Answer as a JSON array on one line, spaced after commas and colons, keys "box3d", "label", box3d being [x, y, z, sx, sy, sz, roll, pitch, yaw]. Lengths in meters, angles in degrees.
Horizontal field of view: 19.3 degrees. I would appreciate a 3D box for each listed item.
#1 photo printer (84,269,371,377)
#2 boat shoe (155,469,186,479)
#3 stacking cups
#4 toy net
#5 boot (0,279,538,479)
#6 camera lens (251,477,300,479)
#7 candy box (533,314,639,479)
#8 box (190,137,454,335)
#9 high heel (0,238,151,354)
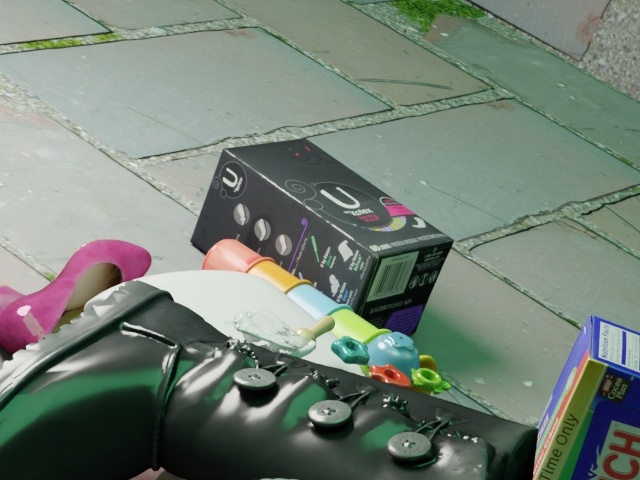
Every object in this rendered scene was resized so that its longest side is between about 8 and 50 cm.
[{"box3d": [-0.091, 0.138, 2.006, 0.256, 0.107, 0.307, -6, 36, -46], "label": "photo printer"}, {"box3d": [-0.079, 0.291, 1.763, 0.233, 0.084, 0.079, 32, -12, 39], "label": "boat shoe"}, {"box3d": [-0.006, 0.094, 2.191, 0.316, 0.096, 0.096, 36, 28, 33], "label": "stacking cups"}, {"box3d": [0.014, 0.124, 1.940, 0.232, 0.045, 0.122, 10, 29, -26], "label": "toy net"}, {"box3d": [-0.072, 0.217, 1.677, 0.445, 0.146, 0.367, 23, 42, 21], "label": "boot"}, {"box3d": [-0.036, 0.346, 1.408, 0.219, 0.274, 0.219, 17, 25, -8], "label": "camera lens"}, {"box3d": [0.367, 0.263, 1.916, 0.317, 0.268, 0.122, 21, 20, 2], "label": "candy box"}, {"box3d": [0.000, 0.000, 2.325, 0.270, 0.143, 0.165, 35, 27, 30], "label": "box"}, {"box3d": [-0.254, 0.065, 2.048, 0.117, 0.082, 0.244, 30, 28, 36], "label": "high heel"}]
